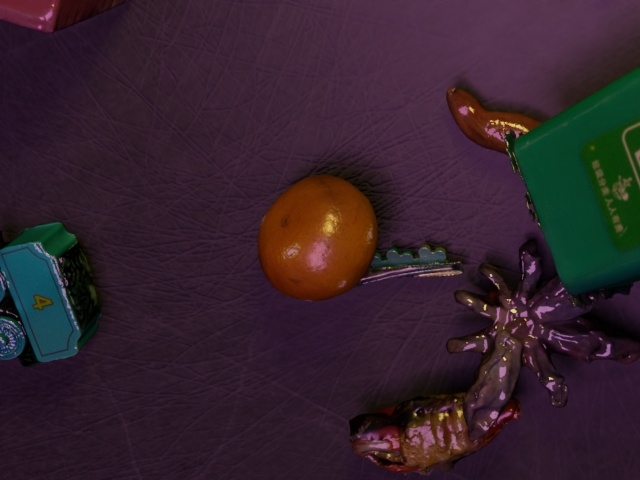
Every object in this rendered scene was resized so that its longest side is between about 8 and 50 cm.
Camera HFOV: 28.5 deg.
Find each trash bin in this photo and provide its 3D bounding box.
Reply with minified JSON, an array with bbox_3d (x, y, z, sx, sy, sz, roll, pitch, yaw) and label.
[{"bbox_3d":[0.416,-0.097,1.274,0.381,0.295,0.259,-24,79,35],"label":"trash bin"}]

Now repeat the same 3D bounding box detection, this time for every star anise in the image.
[{"bbox_3d":[0.259,0.102,1.480,0.258,0.110,0.198,-22,90,11],"label":"star anise"}]

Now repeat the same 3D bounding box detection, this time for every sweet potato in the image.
[{"bbox_3d":[0.229,-0.114,1.447,0.202,0.055,0.058,34,81,6],"label":"sweet potato"}]

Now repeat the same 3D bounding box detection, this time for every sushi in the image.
[{"bbox_3d":[0.148,0.243,1.581,0.226,0.103,0.097,-16,74,23],"label":"sushi"}]

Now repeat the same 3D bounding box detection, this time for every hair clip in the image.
[{"bbox_3d":[0.089,0.031,1.548,0.173,0.049,0.049,-8,107,14],"label":"hair clip"}]

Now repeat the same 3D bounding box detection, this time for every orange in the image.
[{"bbox_3d":[0.000,0.000,1.507,0.124,0.156,0.156,28,123,-38],"label":"orange"}]

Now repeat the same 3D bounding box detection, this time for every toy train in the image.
[{"bbox_3d":[-0.382,0.071,1.677,0.155,0.107,0.197,-12,106,13],"label":"toy train"}]

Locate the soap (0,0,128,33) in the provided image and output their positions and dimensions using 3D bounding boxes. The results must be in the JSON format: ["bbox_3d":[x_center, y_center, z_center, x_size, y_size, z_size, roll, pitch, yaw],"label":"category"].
[{"bbox_3d":[-0.408,-0.364,1.453,0.360,0.233,0.128,19,115,10],"label":"soap"}]
